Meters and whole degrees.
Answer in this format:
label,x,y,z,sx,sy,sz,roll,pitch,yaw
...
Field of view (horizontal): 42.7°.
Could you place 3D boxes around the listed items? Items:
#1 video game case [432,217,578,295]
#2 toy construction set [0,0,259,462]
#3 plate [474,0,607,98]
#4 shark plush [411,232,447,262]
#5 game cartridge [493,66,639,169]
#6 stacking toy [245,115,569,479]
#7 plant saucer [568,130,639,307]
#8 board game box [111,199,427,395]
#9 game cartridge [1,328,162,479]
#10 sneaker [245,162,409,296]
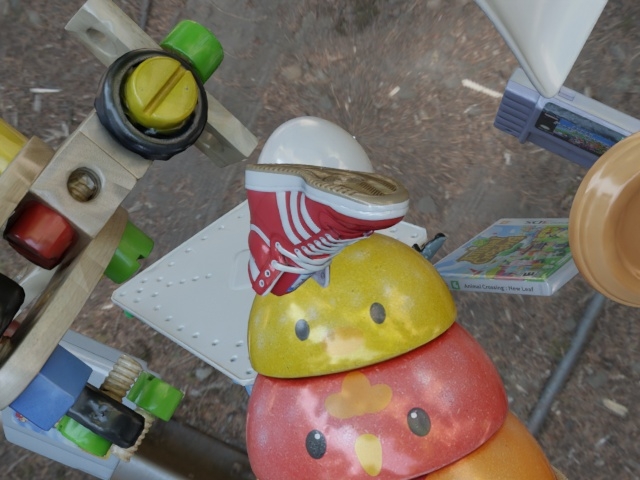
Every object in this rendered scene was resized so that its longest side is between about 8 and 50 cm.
label,x,y,z,sx,sy,sz,roll,pitch,yaw
video game case,0.265,0.016,1.073,0.193,0.212,0.023,0,113,46
toy construction set,-0.188,-0.047,0.494,0.308,0.257,0.237,31,75,3
plate,0.143,-0.252,0.461,0.045,0.278,0.277,29,94,33
shark plush,0.116,0.057,1.025,0.067,0.073,0.161,22,104,-4
game cartridge,0.469,-0.166,1.388,0.355,0.230,0.068,27,90,10
stacking toy,0.030,0.116,0.812,0.350,0.350,0.480,-17,97,4
plant saucer,0.356,-0.018,0.840,0.200,0.037,0.200,-2,110,-6
board game box,-0.086,0.057,1.336,0.390,0.390,0.050,-38,127,-28
game cartridge,-0.363,0.244,1.203,0.198,0.062,0.297,22,134,-11
sneaker,0.000,0.000,0.387,0.042,0.118,0.067,-4,101,-31
